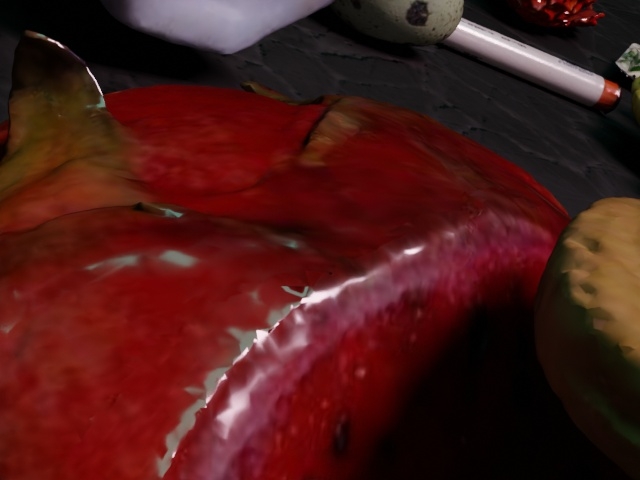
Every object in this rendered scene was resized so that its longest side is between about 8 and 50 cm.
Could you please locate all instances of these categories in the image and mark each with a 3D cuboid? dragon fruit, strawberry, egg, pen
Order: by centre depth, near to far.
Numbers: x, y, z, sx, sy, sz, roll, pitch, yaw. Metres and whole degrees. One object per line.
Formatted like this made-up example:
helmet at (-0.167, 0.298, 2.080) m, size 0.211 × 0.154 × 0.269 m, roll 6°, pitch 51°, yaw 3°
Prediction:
dragon fruit at (0.000, 0.000, 0.492) m, size 0.343 × 0.100 × 0.282 m, roll 3°, pitch 29°, yaw -46°
egg at (0.047, -0.174, 0.915) m, size 0.110 × 0.085 × 0.085 m, roll 40°, pitch 18°, yaw -21°
pen at (0.124, -0.141, 1.006) m, size 0.218 × 0.026 × 0.026 m, roll 19°, pitch 24°, yaw -18°
strawberry at (0.201, -0.227, 1.219) m, size 0.121 × 0.082 × 0.188 m, roll 12°, pitch 29°, yaw 15°

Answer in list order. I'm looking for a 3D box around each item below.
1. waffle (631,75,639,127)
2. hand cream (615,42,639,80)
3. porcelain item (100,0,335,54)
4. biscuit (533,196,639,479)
waffle at (0.399, -0.017, 0.933) m, size 0.382 × 0.095 × 0.380 m, roll 12°, pitch 33°, yaw -15°
hand cream at (0.380, -0.096, 1.159) m, size 0.276 × 0.059 × 0.095 m, roll 28°, pitch 27°, yaw 11°
porcelain item at (-0.129, -0.281, 0.753) m, size 0.178 × 0.243 × 0.405 m, roll -15°, pitch 47°, yaw -32°
biscuit at (0.229, 0.095, 0.378) m, size 0.376 × 0.051 × 0.269 m, roll 29°, pitch 22°, yaw -1°
